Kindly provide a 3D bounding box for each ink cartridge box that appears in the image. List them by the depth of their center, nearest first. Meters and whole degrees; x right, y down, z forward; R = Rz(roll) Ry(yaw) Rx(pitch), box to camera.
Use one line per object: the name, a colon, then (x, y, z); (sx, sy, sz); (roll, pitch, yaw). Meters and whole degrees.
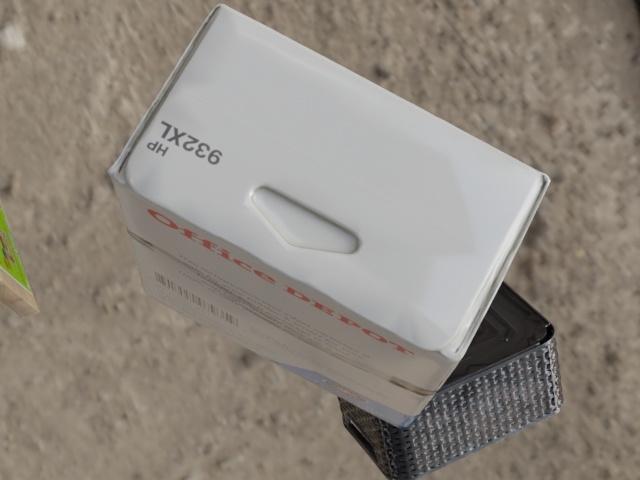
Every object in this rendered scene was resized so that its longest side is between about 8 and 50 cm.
ink cartridge box: (0.000, 0.000, 1.035); (0.129, 0.223, 0.307); (-61, 176, -13)

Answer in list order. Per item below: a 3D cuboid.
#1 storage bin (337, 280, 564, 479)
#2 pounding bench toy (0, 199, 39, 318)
storage bin: (0.111, 0.120, 1.413); (0.180, 0.122, 0.084); (-22, 124, -16)
pounding bench toy: (-0.132, -0.009, 0.479); (0.065, 0.083, 0.052); (-21, 168, -2)
